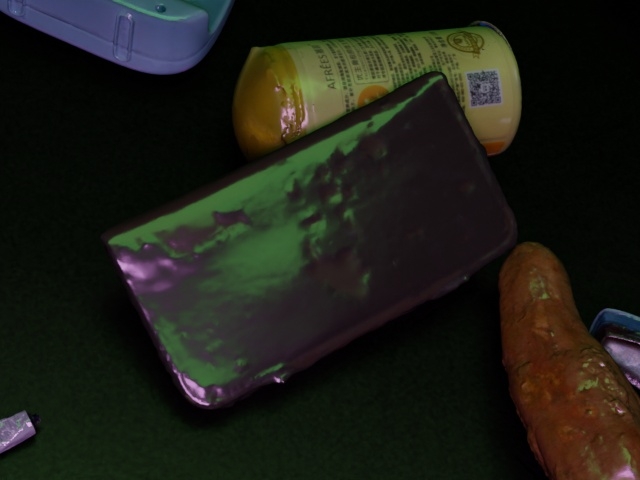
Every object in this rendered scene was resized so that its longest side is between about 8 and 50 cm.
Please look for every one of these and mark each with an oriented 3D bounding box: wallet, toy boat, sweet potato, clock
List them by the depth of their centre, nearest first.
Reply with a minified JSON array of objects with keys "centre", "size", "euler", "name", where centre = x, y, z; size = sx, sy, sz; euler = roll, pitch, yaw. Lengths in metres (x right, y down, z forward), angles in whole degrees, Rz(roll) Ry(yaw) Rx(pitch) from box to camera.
[{"centre":[0.203,0.151,1.038],"size":[0.106,0.095,0.355],"euler":[-4,57,-36],"name":"sweet potato"},{"centre":[0.000,0.000,1.079],"size":[0.309,0.042,0.165],"euler":[-28,92,-16],"name":"wallet"},{"centre":[0.281,0.099,1.120],"size":[0.137,0.060,0.061],"euler":[26,28,9],"name":"toy boat"},{"centre":[-0.168,-0.289,1.263],"size":[0.223,0.094,0.274],"euler":[22,55,2],"name":"clock"}]

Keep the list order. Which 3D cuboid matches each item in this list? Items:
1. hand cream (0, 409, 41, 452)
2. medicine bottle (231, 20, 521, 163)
[{"centre":[-0.244,0.147,0.994],"size":[0.093,0.019,0.030],"euler":[-24,65,-18],"name":"hand cream"},{"centre":[0.043,-0.116,1.177],"size":[0.238,0.124,0.124],"euler":[-9,58,-18],"name":"medicine bottle"}]
